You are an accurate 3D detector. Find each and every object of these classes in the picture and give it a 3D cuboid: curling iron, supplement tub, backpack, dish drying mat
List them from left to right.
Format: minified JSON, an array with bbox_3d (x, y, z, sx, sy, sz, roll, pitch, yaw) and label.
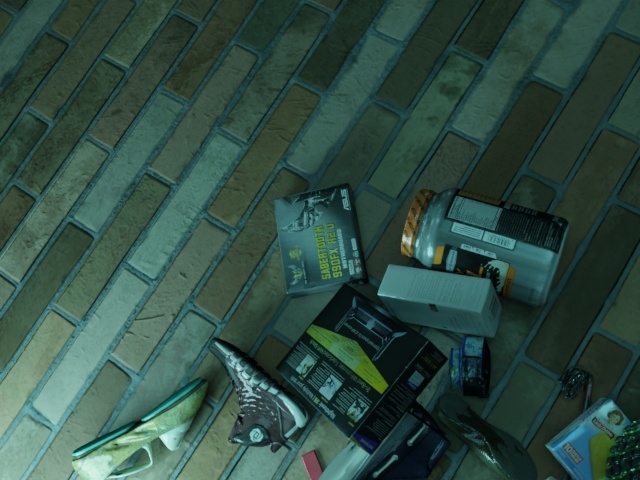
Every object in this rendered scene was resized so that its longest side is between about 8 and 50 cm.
[{"bbox_3d":[-0.011,0.489,1.742,0.032,0.008,0.083,-26,69,3],"label":"dish drying mat"},{"bbox_3d":[0.308,0.256,1.694,0.084,0.105,0.114,3,63,16],"label":"backpack"},{"bbox_3d":[0.341,0.005,1.715,0.316,0.193,0.194,18,78,17],"label":"supplement tub"},{"bbox_3d":[0.510,0.388,1.651,0.068,0.035,0.274,-2,77,34],"label":"curling iron"}]

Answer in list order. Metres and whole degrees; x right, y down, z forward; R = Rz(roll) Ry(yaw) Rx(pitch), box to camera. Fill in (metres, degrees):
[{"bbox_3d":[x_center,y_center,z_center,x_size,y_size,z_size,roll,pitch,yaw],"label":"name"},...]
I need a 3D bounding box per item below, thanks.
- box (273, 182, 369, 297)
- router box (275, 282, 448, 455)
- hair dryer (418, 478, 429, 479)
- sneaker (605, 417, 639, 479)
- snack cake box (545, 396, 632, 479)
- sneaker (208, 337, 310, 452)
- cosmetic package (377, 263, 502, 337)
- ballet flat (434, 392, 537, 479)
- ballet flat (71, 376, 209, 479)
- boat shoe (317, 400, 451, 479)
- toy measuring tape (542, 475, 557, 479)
[{"bbox_3d":[0.000,0.000,1.861,0.183,0.056,0.231,-11,71,8],"label":"box"},{"bbox_3d":[0.075,0.251,1.675,0.243,0.081,0.309,-50,36,-5],"label":"router box"},{"bbox_3d":[0.311,0.531,1.538,0.293,0.080,0.224,-5,64,-31],"label":"hair dryer"},{"bbox_3d":[0.598,0.477,1.468,0.146,0.134,0.344,22,74,-28],"label":"sneaker"},{"bbox_3d":[0.578,0.451,1.565,0.152,0.089,0.264,-40,80,-1],"label":"snack cake box"},{"bbox_3d":[-0.172,0.346,1.770,0.281,0.106,0.162,38,87,19],"label":"sneaker"},{"bbox_3d":[0.248,0.125,1.703,0.231,0.117,0.086,6,59,31],"label":"cosmetic package"},{"bbox_3d":[0.331,0.411,1.672,0.250,0.058,0.084,39,49,14],"label":"ballet flat"},{"bbox_3d":[-0.373,0.427,1.792,0.348,0.123,0.123,-31,70,1],"label":"ballet flat"},{"bbox_3d":[0.117,0.474,1.661,0.158,0.127,0.340,39,96,-3],"label":"boat shoe"},{"bbox_3d":[0.488,0.611,1.539,0.121,0.121,0.330,-30,67,2],"label":"toy measuring tape"}]
